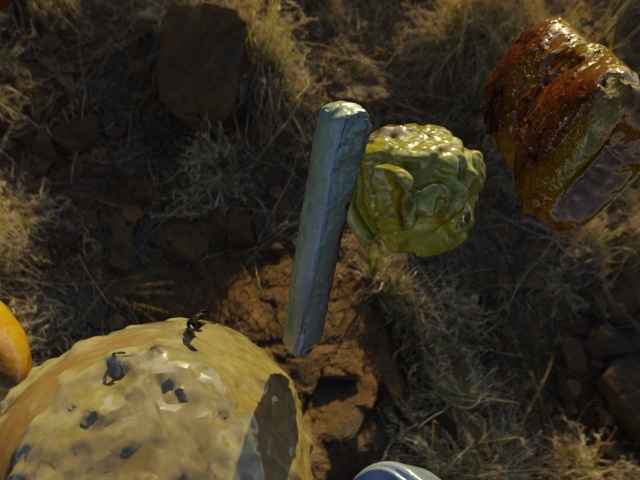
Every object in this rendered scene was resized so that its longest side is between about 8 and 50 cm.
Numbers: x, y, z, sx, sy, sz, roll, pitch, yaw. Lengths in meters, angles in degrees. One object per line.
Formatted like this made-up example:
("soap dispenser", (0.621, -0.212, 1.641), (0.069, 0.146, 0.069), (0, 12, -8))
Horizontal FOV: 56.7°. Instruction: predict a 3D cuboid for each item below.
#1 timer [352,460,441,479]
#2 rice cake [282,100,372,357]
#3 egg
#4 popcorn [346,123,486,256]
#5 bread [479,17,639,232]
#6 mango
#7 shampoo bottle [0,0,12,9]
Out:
("timer", (0.160, 0.605, 0.987), (0.394, 0.173, 0.395), (-17, 58, 29))
("rice cake", (0.000, 0.000, 0.442), (0.033, 0.208, 0.033), (-10, 32, -36))
("egg", (-0.131, 0.194, 0.463), (0.279, 0.279, 0.310), (35, 24, 5))
("popcorn", (0.125, -0.074, 0.865), (0.216, 0.181, 0.235), (17, 32, 24))
("bread", (0.209, -0.115, 0.537), (0.077, 0.139, 0.271), (28, 31, -10))
("mango", (-0.617, 0.193, 1.097), (0.109, 0.147, 0.227), (-40, 71, 8))
("shampoo bottle", (-0.304, -0.214, 0.328), (0.118, 0.314, 0.076), (-7, 88, 7))
